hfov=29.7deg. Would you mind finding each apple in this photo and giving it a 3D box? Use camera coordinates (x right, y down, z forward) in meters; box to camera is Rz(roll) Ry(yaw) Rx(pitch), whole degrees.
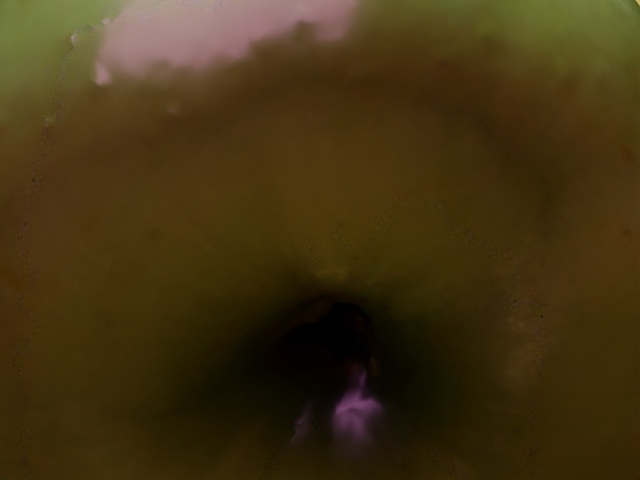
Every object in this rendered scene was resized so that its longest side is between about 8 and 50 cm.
[{"bbox_3d":[0.000,0.000,0.701,0.474,0.473,0.473,-13,33,9],"label":"apple"}]
